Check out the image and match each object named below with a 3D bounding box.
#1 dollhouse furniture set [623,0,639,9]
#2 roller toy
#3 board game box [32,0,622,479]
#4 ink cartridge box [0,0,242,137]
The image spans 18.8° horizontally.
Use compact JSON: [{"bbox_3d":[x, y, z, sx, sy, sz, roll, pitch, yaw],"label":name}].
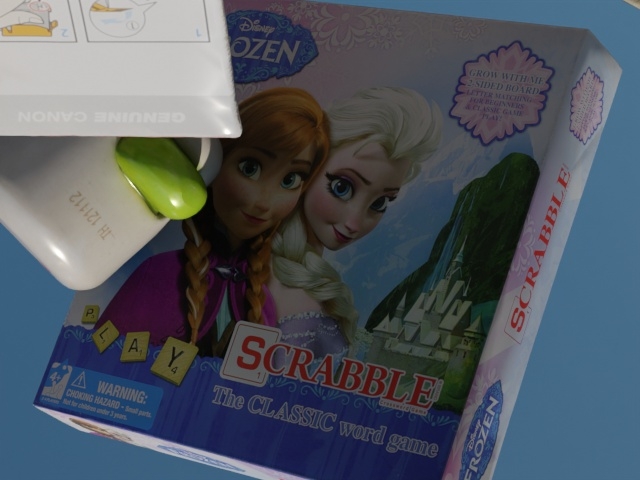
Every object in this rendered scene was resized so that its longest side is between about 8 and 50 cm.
[{"bbox_3d":[0.162,-0.156,0.518,0.301,0.151,0.197,16,-114,-45],"label":"dollhouse furniture set"},{"bbox_3d":[-0.171,-0.070,1.195,0.191,0.146,0.209,48,173,-10],"label":"roller toy"},{"bbox_3d":[0.000,0.000,1.258,0.319,0.318,0.066,10,164,33],"label":"board game box"},{"bbox_3d":[-0.183,-0.147,0.755,0.296,0.261,0.066,1,-126,4],"label":"ink cartridge box"}]
